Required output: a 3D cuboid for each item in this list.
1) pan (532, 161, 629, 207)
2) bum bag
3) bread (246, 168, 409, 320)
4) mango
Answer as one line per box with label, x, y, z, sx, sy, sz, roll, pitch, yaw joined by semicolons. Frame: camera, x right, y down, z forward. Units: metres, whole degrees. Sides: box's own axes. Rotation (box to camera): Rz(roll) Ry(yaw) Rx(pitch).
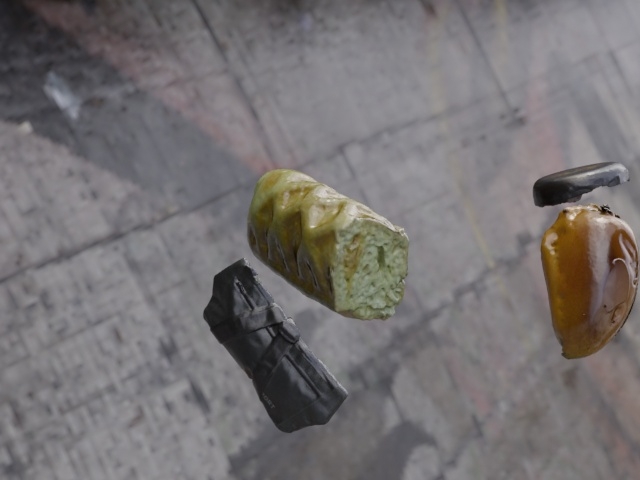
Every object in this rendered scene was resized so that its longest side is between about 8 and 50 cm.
pan;0.306;-0.067;1.981;0.212;0.114;0.040;5;72;-85
bum bag;-0.050;0.112;1.709;0.198;0.087;0.049;53;20;17
bread;0.000;0.000;1.979;0.267;0.130;0.152;30;-38;56
mango;0.211;0.032;1.292;0.063;0.077;0.127;29;58;-44
